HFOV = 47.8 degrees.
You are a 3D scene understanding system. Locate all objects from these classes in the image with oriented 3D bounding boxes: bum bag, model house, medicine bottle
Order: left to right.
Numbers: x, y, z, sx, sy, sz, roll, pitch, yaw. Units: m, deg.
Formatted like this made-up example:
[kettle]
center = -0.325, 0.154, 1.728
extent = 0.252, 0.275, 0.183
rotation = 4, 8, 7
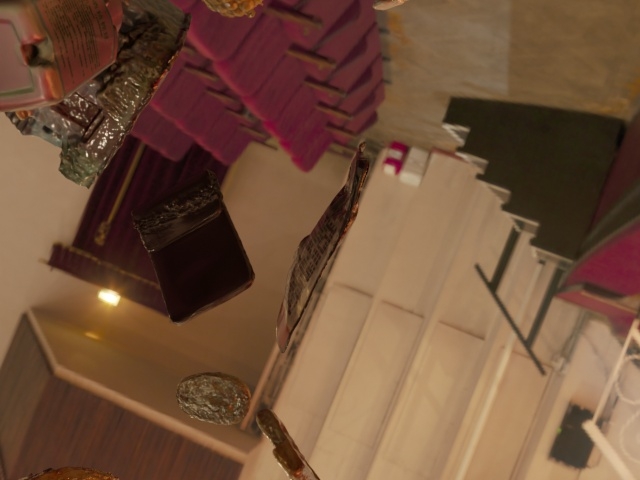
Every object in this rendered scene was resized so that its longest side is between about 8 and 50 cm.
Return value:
[medicine bottle]
center = -0.251, -0.189, 0.647
extent = 0.119, 0.094, 0.188
rotation = -1, -150, 13
[model house]
center = -0.466, -0.349, 1.307
extent = 0.339, 0.360, 0.297
rotation = 32, -144, -21
[bum bag]
center = -0.142, 0.005, 0.790
extent = 0.159, 0.109, 0.026
rotation = 64, -172, 28

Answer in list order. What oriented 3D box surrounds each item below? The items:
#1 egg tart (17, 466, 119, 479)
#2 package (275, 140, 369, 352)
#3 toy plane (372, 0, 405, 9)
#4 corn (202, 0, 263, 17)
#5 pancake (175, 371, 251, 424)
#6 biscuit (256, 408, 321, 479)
[egg tart]
center = -0.446, 0.467, 1.153
extent = 0.115, 0.290, 0.290
rotation = 31, -177, 33
[package]
center = 0.000, 0.000, 0.839
extent = 0.030, 0.239, 0.154
rotation = 26, -164, -7
[toy plane]
center = 0.071, -0.392, 0.866
extent = 0.252, 0.252, 0.118
rotation = 21, -178, 26
[corn]
center = -0.162, -0.389, 0.697
extent = 0.144, 0.143, 0.387
rotation = 20, 164, 41
[pancake]
center = -0.145, 0.213, 0.975
extent = 0.108, 0.108, 0.017
rotation = 23, -147, -9
[biscuit]
center = -0.062, 0.345, 1.206
extent = 0.183, 0.039, 0.174
rotation = 47, 171, 38
